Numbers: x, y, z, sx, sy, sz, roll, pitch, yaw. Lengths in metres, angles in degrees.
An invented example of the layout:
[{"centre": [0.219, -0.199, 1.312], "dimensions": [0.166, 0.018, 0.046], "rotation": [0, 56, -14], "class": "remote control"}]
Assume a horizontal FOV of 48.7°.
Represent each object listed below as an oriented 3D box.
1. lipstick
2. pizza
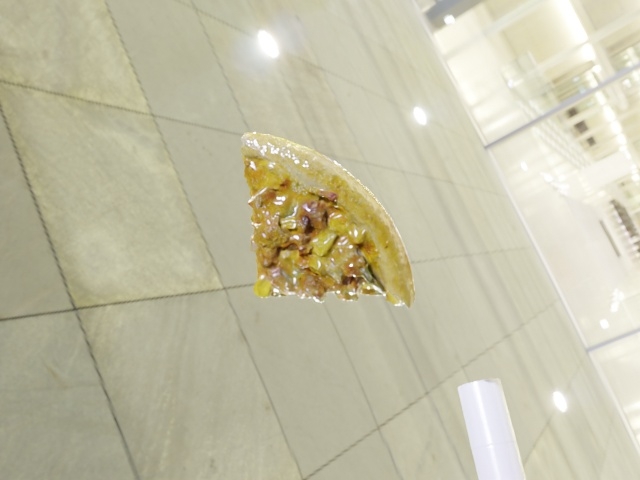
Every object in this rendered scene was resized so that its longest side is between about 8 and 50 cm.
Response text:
[{"centre": [0.340, 0.433, 1.346], "dimensions": [0.087, 0.087, 0.326], "rotation": [25, 50, -55], "class": "lipstick"}, {"centre": [0.010, -0.031, 1.059], "dimensions": [0.087, 0.258, 0.268], "rotation": [-49, 137, -68], "class": "pizza"}]
